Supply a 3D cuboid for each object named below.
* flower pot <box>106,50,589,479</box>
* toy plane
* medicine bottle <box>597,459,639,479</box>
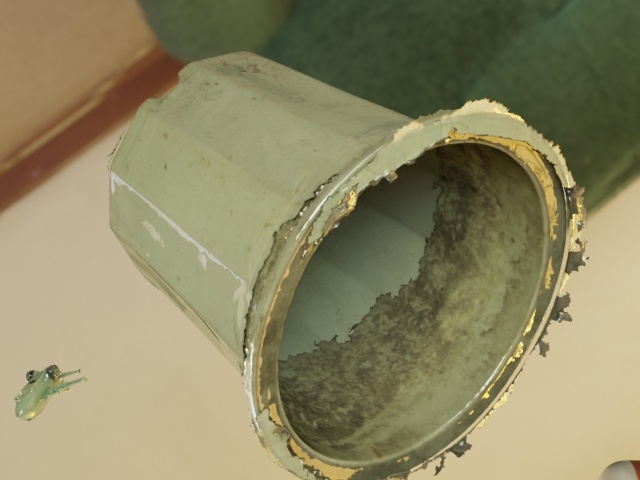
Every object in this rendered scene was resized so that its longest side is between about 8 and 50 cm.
[{"bbox_3d":[0.000,0.000,1.257,0.290,0.259,0.290,-22,127,-32],"label":"flower pot"},{"bbox_3d":[-0.247,0.132,1.586,0.080,0.033,0.083,-15,-166,29],"label":"toy plane"},{"bbox_3d":[0.336,0.229,1.232,0.289,0.157,0.157,0,162,0],"label":"medicine bottle"}]
